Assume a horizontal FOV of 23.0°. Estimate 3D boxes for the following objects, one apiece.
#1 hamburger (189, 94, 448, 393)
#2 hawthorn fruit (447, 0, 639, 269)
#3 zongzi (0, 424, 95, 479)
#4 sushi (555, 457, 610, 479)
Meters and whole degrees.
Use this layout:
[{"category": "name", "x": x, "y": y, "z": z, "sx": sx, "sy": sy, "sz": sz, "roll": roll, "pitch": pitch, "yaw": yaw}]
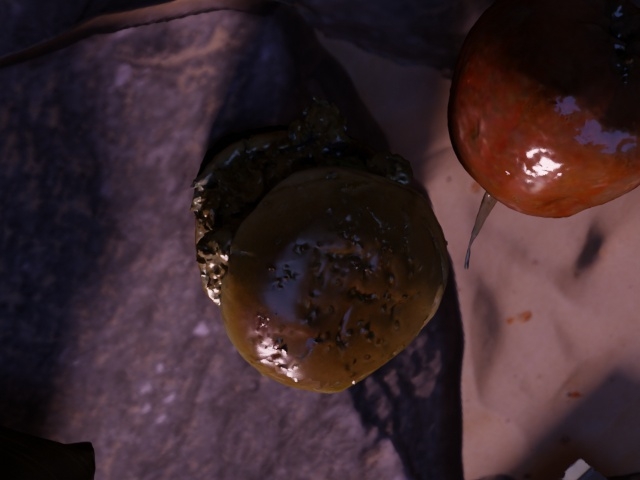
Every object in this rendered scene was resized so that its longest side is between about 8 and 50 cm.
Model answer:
[{"category": "hamburger", "x": 0.000, "y": 0.000, "z": 0.965, "sx": 0.159, "sy": 0.131, "sz": 0.185, "roll": -4, "pitch": 112, "yaw": -11}, {"category": "hawthorn fruit", "x": 0.135, "y": -0.083, "z": 0.959, "sx": 0.189, "sy": 0.149, "sz": 0.149, "roll": -23, "pitch": 123, "yaw": 41}, {"category": "zongzi", "x": -0.333, "y": 0.211, "z": 1.023, "sx": 0.317, "sy": 0.154, "sz": 0.289, "roll": 23, "pitch": 114, "yaw": 2}, {"category": "sushi", "x": 0.196, "y": 0.276, "z": 1.171, "sx": 0.215, "sy": 0.050, "sz": 0.192, "roll": 38, "pitch": 101, "yaw": -18}]
